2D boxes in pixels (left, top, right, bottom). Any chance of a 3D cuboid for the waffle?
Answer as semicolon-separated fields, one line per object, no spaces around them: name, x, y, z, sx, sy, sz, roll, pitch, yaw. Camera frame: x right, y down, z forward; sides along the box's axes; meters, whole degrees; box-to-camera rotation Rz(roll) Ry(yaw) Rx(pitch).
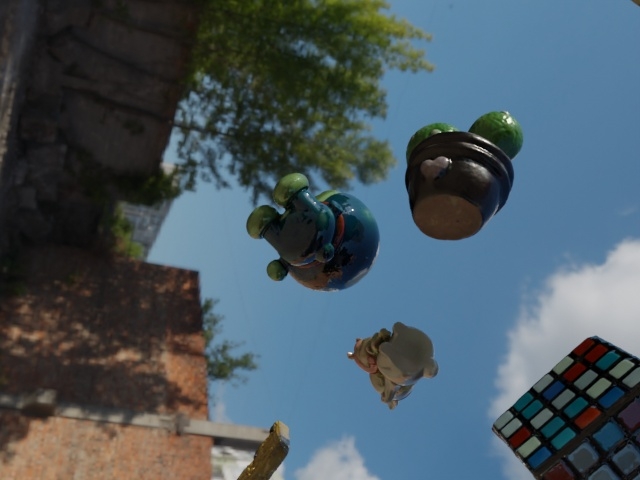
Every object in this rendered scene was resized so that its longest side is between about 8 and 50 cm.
waffle;-0.088;0.282;0.928;0.153;0.023;0.097;-52;-176;-4

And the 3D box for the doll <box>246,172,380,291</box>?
doll;0.001;-0.001;1.511;0.186;0.322;0.198;46;-75;21

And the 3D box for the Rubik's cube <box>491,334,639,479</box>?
Rubik's cube;0.346;0.250;0.953;0.187;0.184;0.182;-44;-174;1

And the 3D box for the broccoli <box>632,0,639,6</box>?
broccoli;0.464;-0.371;0.903;0.304;0.321;0.283;-65;-168;-25

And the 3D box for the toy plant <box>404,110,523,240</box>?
toy plant;0.224;-0.117;1.317;0.218;0.175;0.235;-15;-142;38

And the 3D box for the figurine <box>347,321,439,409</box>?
figurine;0.089;0.152;1.009;0.098;0.081;0.146;54;-25;14
